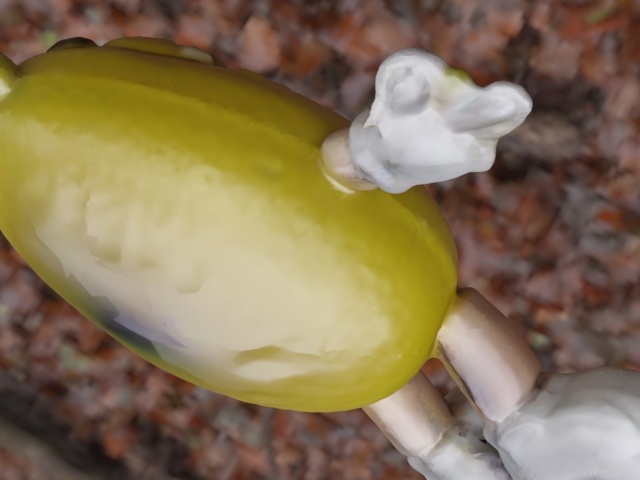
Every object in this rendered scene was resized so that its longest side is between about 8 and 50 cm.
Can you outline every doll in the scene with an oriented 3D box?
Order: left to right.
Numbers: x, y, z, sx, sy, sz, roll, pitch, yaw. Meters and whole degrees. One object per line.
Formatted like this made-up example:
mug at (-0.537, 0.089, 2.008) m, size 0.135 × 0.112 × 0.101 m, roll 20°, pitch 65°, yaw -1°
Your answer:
doll at (0.011, 0.025, 1.072) m, size 0.348 × 0.161 × 0.423 m, roll -4°, pitch 137°, yaw 33°
